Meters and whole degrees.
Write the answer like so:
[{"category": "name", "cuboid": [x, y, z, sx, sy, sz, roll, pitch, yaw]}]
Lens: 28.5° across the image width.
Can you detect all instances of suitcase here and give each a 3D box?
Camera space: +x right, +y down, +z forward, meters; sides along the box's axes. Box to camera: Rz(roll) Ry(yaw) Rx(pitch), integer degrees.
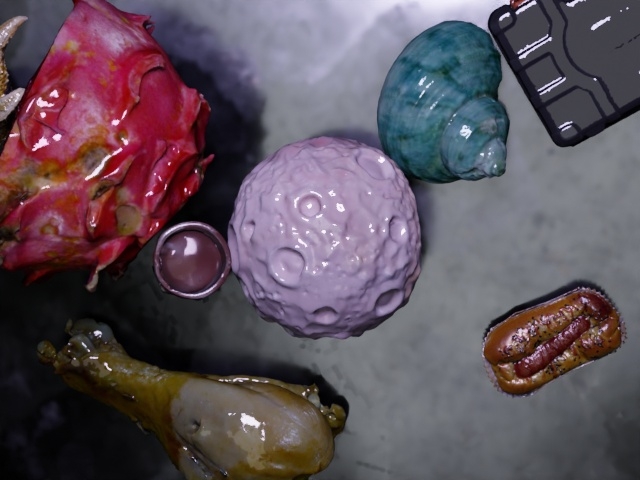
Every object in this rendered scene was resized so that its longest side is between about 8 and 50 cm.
[{"category": "suitcase", "cuboid": [0.377, -0.266, 1.584, 0.285, 0.066, 0.206, -30, 93, 12]}]

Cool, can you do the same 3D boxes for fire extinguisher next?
[{"category": "fire extinguisher", "cuboid": [-0.164, 0.033, 1.608, 0.104, 0.269, 0.105, 0, 88, -7]}]

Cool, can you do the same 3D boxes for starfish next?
[{"category": "starfish", "cuboid": [-0.416, -0.183, 1.634, 0.071, 0.238, 0.216, -4, 104, -21]}]

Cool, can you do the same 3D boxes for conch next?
[{"category": "conch", "cuboid": [0.164, -0.160, 1.593, 0.202, 0.134, 0.196, 46, 112, 3]}]

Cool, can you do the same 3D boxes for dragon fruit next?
[{"category": "dragon fruit", "cuboid": [-0.269, -0.104, 1.561, 0.249, 0.386, 0.371, 25, 84, -7]}]

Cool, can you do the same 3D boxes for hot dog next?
[{"category": "hot dog", "cuboid": [0.303, 0.132, 1.656, 0.191, 0.059, 0.108, -29, 97, 9]}]

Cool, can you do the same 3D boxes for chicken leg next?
[{"category": "chicken leg", "cuboid": [-0.185, 0.222, 1.710, 0.429, 0.153, 0.201, 24, 88, 12]}]

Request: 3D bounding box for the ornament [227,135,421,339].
[{"category": "ornament", "cuboid": [0.000, 0.000, 1.580, 0.225, 0.259, 0.259, -5, 98, -14]}]
